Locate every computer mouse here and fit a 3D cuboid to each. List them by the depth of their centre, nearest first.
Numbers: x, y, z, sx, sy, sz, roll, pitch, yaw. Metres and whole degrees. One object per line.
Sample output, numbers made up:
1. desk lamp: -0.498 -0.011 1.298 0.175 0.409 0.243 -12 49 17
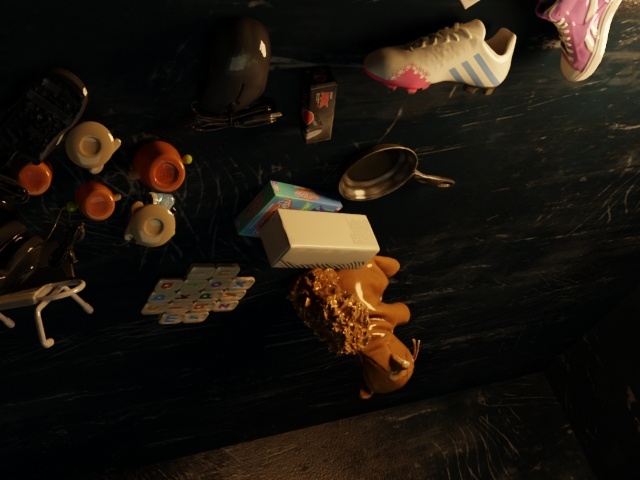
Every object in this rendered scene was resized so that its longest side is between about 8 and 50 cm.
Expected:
1. computer mouse: -0.522 -0.205 1.322 0.184 0.060 0.262 32 107 -21
2. computer mouse: -0.148 -0.283 1.425 0.189 0.072 0.272 -10 150 -17

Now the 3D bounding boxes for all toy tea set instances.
1. toy tea set: -0.413 -0.127 1.488 0.336 0.124 0.199 22 98 -28

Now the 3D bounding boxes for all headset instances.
1. headset: -0.611 0.002 1.449 0.185 0.243 0.394 -47 157 29

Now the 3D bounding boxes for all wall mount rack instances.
1. wall mount rack: -0.675 0.167 1.767 0.350 0.130 0.304 -9 -168 3

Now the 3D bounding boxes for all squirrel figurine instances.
1. squirrel figurine: 0.095 0.250 2.187 0.281 0.370 0.397 -37 147 27

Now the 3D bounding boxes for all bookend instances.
1. bookend: -0.620 0.032 1.658 0.156 0.072 0.157 -14 151 -11

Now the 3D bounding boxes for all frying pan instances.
1. frying pan: 0.192 -0.175 1.855 0.326 0.053 0.197 -13 151 -18

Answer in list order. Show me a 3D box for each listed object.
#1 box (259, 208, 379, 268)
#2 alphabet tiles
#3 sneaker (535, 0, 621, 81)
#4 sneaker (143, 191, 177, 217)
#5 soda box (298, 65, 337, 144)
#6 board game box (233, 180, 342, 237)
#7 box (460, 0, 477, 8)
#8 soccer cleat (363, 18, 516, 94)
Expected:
1. box: 0.000 0.000 1.870 0.275 0.113 0.094 4 144 -37
2. alphabet tiles: -0.328 0.143 2.094 0.278 0.021 0.284 0 145 -34
3. sneaker: 0.490 -0.435 1.566 0.161 0.102 0.282 -11 139 -11
4. sneaker: -0.349 -0.045 1.716 0.073 0.063 0.162 -10 150 -26
5. soda box: -0.007 -0.267 1.563 0.060 0.053 0.169 -14 150 -12
6. board game box: -0.077 -0.064 1.873 0.210 0.047 0.160 8 141 -41
7. box: 0.202 -0.504 1.282 0.063 0.067 0.324 -30 149 16
8. soccer cleat: 0.234 -0.367 1.514 0.331 0.116 0.143 -5 132 -30
